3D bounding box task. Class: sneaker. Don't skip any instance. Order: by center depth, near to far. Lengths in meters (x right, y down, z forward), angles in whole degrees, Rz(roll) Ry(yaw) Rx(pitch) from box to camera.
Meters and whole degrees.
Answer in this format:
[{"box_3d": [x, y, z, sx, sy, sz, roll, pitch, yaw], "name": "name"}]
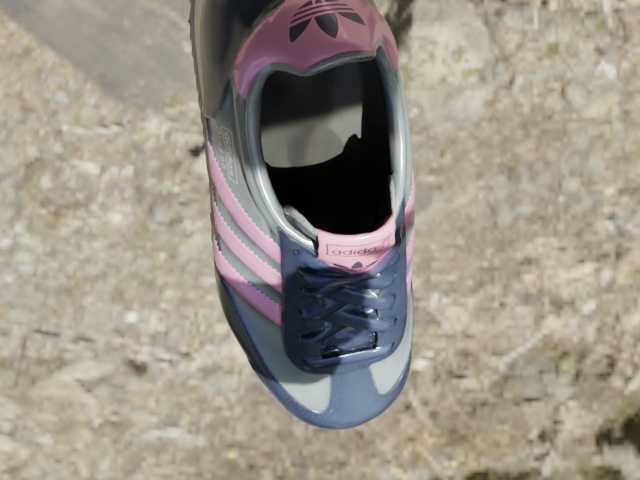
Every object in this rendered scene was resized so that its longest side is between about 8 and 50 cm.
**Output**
[{"box_3d": [0.000, 0.000, 0.761, 0.112, 0.131, 0.319, -18, 126, -8], "name": "sneaker"}]
